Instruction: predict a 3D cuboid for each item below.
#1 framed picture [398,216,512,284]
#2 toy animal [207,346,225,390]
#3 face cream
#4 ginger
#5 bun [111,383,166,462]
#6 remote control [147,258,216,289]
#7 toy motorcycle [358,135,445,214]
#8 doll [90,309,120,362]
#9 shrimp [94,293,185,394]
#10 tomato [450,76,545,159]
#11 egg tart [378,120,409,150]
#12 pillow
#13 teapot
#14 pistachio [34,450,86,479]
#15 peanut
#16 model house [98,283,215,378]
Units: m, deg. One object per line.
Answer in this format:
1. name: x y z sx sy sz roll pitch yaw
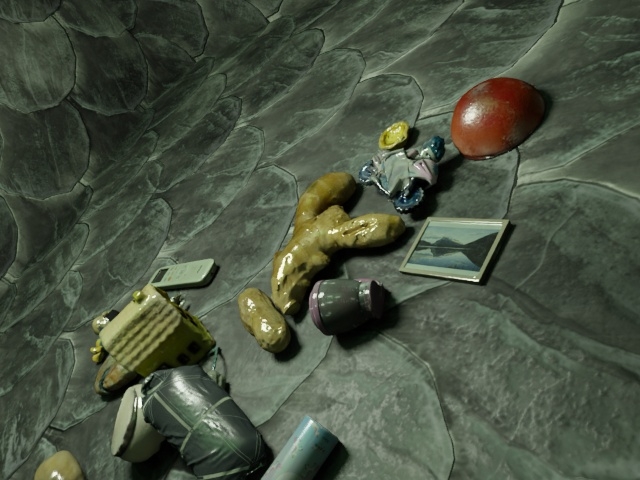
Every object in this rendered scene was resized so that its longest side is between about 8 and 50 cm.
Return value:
1. framed picture: 0.268 0.015 1.165 0.203 0.015 0.150 7 57 50
2. toy animal: -0.255 0.323 1.323 0.079 0.070 0.253 -19 35 12
3. face cream: -0.062 0.419 0.996 0.229 0.075 0.075 -53 34 -15
4. ginger: -0.012 -0.017 1.407 0.348 0.122 0.363 -34 43 -2
5. bun: -0.396 0.416 1.313 0.173 0.120 0.172 -40 41 48
6. remote control: -0.430 0.109 1.779 0.310 0.038 0.090 -8 46 42
7. toy motorcycle: 0.211 -0.175 1.369 0.204 0.108 0.239 -46 54 2
8. doll: -0.677 0.287 1.802 0.089 0.102 0.179 13 45 2
9. shrimp: -0.521 0.285 1.648 0.360 0.085 0.247 -49 26 -3
10. tomato: 0.394 -0.299 1.310 0.199 0.112 0.228 8 60 48
11. egg tart: 0.202 -0.275 1.546 0.105 0.039 0.105 -28 35 22
12. pillow: -0.245 0.372 1.166 0.335 0.092 0.161 36 73 32
13. teapot: 0.066 0.131 1.187 0.146 0.148 0.116 -12 78 22
14. pistachio: -0.620 0.578 1.377 0.124 0.124 0.185 -46 26 -4
15. peanut: -0.128 0.184 1.325 0.099 0.099 0.214 -47 38 -7
16. model house: -0.422 0.232 1.447 0.193 0.234 0.175 -44 32 -5
